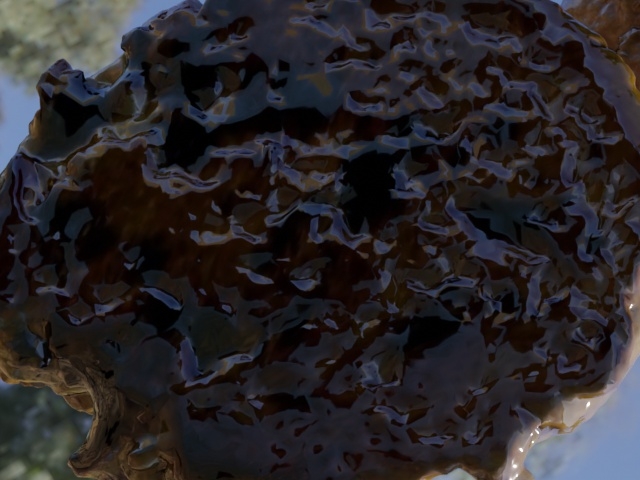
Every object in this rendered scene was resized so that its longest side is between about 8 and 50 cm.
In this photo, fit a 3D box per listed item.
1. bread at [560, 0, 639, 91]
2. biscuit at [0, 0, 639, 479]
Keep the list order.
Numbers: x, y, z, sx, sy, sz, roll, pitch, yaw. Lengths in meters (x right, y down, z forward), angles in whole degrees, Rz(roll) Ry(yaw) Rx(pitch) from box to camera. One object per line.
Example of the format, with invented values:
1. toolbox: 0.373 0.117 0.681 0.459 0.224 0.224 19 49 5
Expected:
1. bread: 0.337 -0.167 1.529 0.312 0.172 0.312 -21 -121 40
2. biscuit: -0.001 0.004 0.865 0.334 0.289 0.081 3 -24 16
